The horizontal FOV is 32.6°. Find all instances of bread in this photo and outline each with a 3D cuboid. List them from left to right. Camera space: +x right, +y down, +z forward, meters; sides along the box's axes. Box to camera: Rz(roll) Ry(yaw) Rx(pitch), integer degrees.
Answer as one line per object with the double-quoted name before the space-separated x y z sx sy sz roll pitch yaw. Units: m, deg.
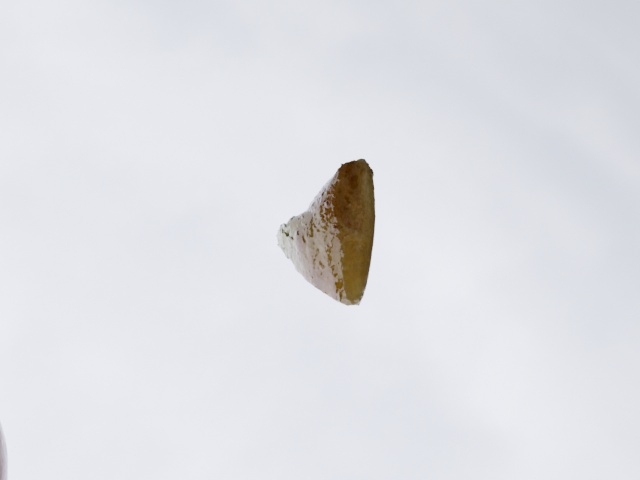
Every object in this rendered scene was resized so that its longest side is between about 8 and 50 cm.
"bread" 0.013 0.010 1.131 0.054 0.154 0.136 7 -130 -36

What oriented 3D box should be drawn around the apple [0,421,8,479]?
"apple" -0.397 0.215 0.925 0.271 0.252 0.206 -27 -124 -36
